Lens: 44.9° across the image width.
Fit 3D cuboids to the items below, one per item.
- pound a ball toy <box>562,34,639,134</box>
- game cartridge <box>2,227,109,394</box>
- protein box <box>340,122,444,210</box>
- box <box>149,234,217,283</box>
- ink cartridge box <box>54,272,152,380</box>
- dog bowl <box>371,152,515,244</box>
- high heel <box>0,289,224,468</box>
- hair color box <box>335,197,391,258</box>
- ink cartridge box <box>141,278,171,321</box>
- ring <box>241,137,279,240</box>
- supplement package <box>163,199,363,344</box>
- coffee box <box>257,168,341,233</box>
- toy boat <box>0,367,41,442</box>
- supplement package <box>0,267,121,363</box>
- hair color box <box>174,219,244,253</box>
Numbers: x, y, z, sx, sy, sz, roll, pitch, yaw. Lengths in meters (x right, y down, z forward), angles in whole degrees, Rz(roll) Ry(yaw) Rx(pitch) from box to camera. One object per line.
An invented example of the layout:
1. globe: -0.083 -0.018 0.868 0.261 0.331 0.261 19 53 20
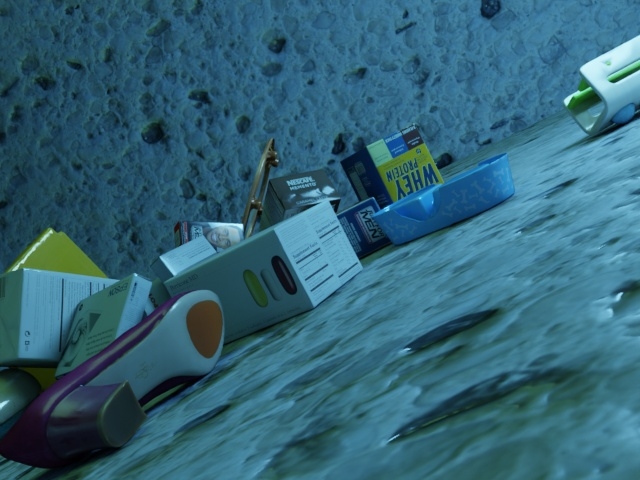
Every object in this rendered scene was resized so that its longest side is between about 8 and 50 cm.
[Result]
1. pound a ball toy: 0.687 -0.328 1.675 0.319 0.136 0.208 -28 -22 -14
2. game cartridge: -0.624 0.166 1.803 0.052 0.285 0.324 -20 28 38
3. protein box: 0.173 -0.139 1.819 0.136 0.201 0.200 -28 4 -16
4. box: -0.220 0.090 1.496 0.038 0.186 0.145 -41 -5 32
5. ink cartridge box: -0.399 0.190 1.391 0.223 0.045 0.224 -24 48 44
6. dog bowl: 0.233 -0.071 1.456 0.297 0.074 0.166 -24 4 42
7. high heel: -0.272 0.173 1.075 0.181 0.127 0.377 -14 12 23
8. hair color box: -0.025 0.028 1.650 0.347 0.105 0.174 -26 4 0
9. ink cartridge box: -0.279 0.137 1.533 0.086 0.153 0.208 -27 2 39
10. ring: -0.148 -0.078 1.833 0.032 0.337 0.336 15 4 -1
11. supplement package: -0.099 0.062 1.365 0.261 0.145 0.204 -25 4 31
12. coffee box: -0.056 -0.038 1.792 0.141 0.098 0.247 -13 -34 -24
13. toy boat: -0.688 0.366 1.513 0.318 0.148 0.267 -16 14 31
14. supplement package: -0.515 0.168 1.578 0.177 0.175 0.293 -14 -18 40
15. hair color box: -0.232 0.000 1.626 0.141 0.072 0.043 2 -24 -27
